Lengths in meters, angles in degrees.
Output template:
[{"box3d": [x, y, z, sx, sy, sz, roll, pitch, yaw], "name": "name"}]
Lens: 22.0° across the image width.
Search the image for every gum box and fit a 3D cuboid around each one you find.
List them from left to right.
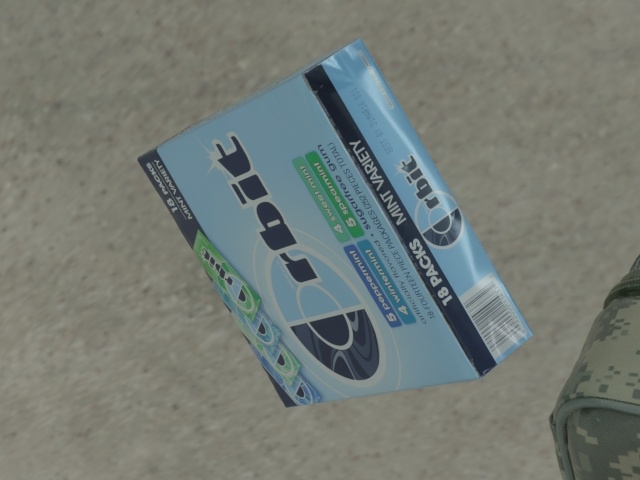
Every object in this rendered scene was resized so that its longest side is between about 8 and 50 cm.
[{"box3d": [0.000, 0.000, 0.797, 0.041, 0.184, 0.157, -35, 98, -30], "name": "gum box"}]

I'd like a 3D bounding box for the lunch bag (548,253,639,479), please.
[{"box3d": [0.278, 0.107, 0.893, 0.256, 0.212, 0.305, -55, 136, -39], "name": "lunch bag"}]
